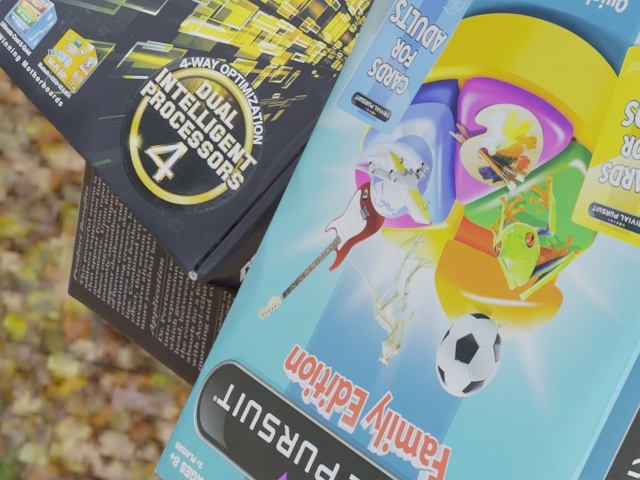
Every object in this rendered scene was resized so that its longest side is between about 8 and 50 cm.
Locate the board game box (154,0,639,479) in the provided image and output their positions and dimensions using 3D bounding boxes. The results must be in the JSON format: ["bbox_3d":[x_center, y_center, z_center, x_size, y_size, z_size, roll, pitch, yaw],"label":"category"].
[{"bbox_3d":[0.080,0.018,0.824,0.079,0.336,0.254,23,4,-39],"label":"board game box"}]

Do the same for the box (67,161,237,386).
[{"bbox_3d":[0.000,0.000,1.474,0.293,0.212,0.395,4,11,-28],"label":"box"}]

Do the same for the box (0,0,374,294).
[{"bbox_3d":[-0.084,-0.210,1.193,0.395,0.318,0.097,47,9,22],"label":"box"}]
